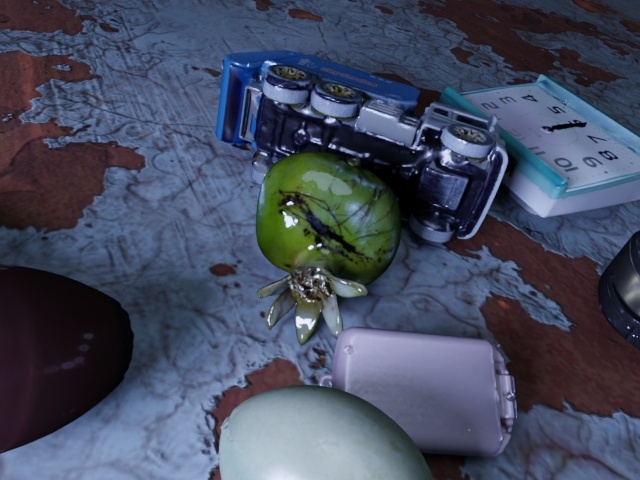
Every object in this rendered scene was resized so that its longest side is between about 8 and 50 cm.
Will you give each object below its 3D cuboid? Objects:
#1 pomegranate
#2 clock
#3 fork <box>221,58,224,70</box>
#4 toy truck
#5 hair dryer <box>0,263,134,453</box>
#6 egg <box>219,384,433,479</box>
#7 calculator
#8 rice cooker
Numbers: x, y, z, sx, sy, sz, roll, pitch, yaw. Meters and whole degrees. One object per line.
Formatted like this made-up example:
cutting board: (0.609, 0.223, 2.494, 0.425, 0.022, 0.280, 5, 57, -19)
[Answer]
pomegranate: (0.000, 0.000, 0.526, 0.152, 0.131, 0.191, 20, 47, 2)
clock: (0.333, -0.135, 0.810, 0.231, 0.116, 0.262, -13, 46, -23)
fork: (-0.138, -0.240, 0.841, 0.034, 0.028, 0.219, 5, 40, -17)
toy truck: (0.045, -0.135, 0.685, 0.368, 0.146, 0.175, 21, 36, 8)
hair dryer: (-0.329, 0.022, 0.363, 0.340, 0.123, 0.313, 33, 15, 35)
egg: (0.002, 0.155, 0.351, 0.152, 0.114, 0.114, 25, 40, 17)
calculator: (0.084, 0.126, 0.450, 0.175, 0.032, 0.100, 7, 65, -9)
rice cooker: (0.382, 0.055, 0.598, 0.112, 0.106, 0.165, 27, 30, 9)
